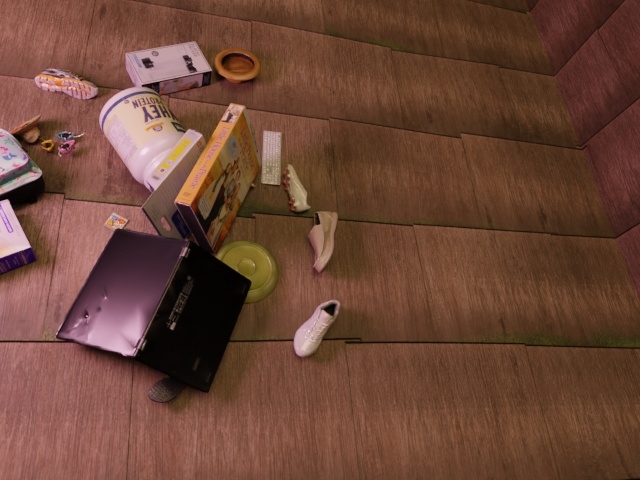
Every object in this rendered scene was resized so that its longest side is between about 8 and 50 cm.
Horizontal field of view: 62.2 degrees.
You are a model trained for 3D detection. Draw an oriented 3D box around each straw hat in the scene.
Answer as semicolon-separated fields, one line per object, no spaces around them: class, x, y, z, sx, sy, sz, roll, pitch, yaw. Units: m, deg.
straw hat;-0.989;-0.367;1.806;0.144;0.145;0.061;-50;125;-32

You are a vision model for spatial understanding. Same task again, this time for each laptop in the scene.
laptop;-0.487;0.203;1.619;0.408;0.236;0.381;38;57;-32

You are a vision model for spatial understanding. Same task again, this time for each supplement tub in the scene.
supplement tub;-0.578;-0.337;1.824;0.235;0.235;0.324;-29;73;-29

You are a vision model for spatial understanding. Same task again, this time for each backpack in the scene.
backpack;-1.028;-0.234;1.663;0.225;0.191;0.253;-34;72;-29

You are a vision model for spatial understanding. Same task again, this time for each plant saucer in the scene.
plant saucer;-0.257;0.097;1.816;0.241;0.037;0.240;8;60;-15

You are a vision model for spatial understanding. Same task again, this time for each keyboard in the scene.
keyboard;-0.192;-0.326;2.083;0.072;0.014;0.255;7;60;-15

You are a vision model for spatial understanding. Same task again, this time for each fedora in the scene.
fedora;-0.344;-0.711;2.204;0.195;0.079;0.194;5;61;-9

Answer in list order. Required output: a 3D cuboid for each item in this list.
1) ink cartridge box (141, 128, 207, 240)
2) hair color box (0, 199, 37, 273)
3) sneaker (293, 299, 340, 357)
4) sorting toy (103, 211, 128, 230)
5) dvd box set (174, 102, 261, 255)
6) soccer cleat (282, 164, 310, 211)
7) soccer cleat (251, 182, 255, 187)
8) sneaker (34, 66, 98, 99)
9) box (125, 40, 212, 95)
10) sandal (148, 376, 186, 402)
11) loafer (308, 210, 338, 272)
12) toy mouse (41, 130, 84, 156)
ink cartridge box;-0.452;-0.150;1.720;0.072;0.303;0.307;28;66;18
hair color box;-1.047;0.031;1.552;0.339;0.110;0.185;-26;74;-27
sneaker;-0.009;0.278;1.752;0.090;0.115;0.232;33;57;1
sorting toy;-0.672;-0.055;1.776;0.083;0.012;0.062;28;57;-2
dvd box set;-0.326;-0.201;1.782;0.062;0.307;0.420;14;61;14
soccer cleat;-0.092;-0.198;2.019;0.076;0.068;0.196;-5;71;-26
soccer cleat;-0.286;-0.209;1.980;0.083;0.029;0.035;20;67;-3
sneaker;-0.922;-0.584;1.944;0.215;0.084;0.083;13;54;-10
box;-0.597;-0.676;2.096;0.290;0.087;0.169;-20;71;-27
sandal;-0.432;0.426;1.583;0.179;0.040;0.067;-30;80;-44
loafer;0.000;0.000;1.923;0.092;0.102;0.268;16;49;-8
toy mouse;-0.880;-0.335;1.831;0.143;0.031;0.161;-28;49;-21
